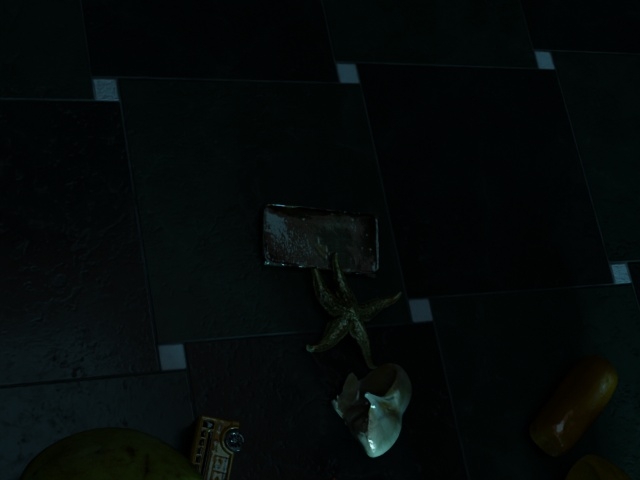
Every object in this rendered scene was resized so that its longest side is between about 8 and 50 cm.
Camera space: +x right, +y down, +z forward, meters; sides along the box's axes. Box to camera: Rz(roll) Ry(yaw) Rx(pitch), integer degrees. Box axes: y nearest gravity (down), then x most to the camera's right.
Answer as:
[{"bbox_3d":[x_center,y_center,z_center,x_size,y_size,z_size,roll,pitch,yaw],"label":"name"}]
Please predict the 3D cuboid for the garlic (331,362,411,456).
[{"bbox_3d":[0.102,0.287,1.980,0.124,0.099,0.174,47,56,-19],"label":"garlic"}]

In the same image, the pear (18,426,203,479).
[{"bbox_3d":[-0.297,0.415,1.629,0.304,0.304,0.303,9,66,-22],"label":"pear"}]

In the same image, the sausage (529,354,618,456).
[{"bbox_3d":[0.487,0.309,2.155,0.098,0.098,0.238,47,59,-2],"label":"sausage"}]

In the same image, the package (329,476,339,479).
[{"bbox_3d":[0.062,0.492,1.893,0.083,0.022,0.200,-40,76,-19],"label":"package"}]

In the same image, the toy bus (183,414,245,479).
[{"bbox_3d":[-0.183,0.382,1.810,0.088,0.083,0.194,17,61,-15],"label":"toy bus"}]

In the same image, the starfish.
[{"bbox_3d":[0.057,0.130,2.043,0.217,0.050,0.223,-26,93,-33],"label":"starfish"}]

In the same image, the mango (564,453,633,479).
[{"bbox_3d":[0.527,0.556,2.032,0.199,0.201,0.350,38,36,-58],"label":"mango"}]

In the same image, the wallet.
[{"bbox_3d":[0.000,0.000,2.083,0.232,0.031,0.121,7,71,-21],"label":"wallet"}]
